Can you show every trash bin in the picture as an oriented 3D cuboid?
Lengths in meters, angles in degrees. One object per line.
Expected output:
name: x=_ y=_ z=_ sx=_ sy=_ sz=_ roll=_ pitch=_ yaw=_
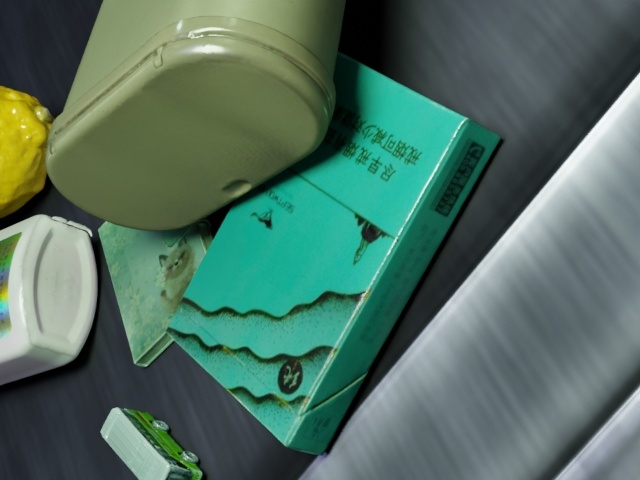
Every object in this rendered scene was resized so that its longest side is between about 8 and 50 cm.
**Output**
trash bin: x=-0.071 y=-0.158 z=0.930 sx=0.243 sy=0.121 sz=0.247 roll=-27 pitch=44 yaw=48

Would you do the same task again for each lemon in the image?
lemon: x=-0.289 y=-0.073 z=1.161 sx=0.155 sy=0.114 sz=0.114 roll=-22 pitch=57 yaw=25

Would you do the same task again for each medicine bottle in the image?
medicine bottle: x=-0.274 y=0.060 z=1.111 sx=0.219 sy=0.078 sz=0.115 roll=-19 pitch=62 yaw=40

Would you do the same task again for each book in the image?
book: x=-0.118 y=0.010 z=1.017 sx=0.103 sy=0.017 sz=0.135 roll=-43 pitch=47 yaw=25

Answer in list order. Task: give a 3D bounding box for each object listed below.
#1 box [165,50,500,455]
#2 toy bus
box: x=0.000 y=0.000 z=0.880 sx=0.161 sy=0.042 sz=0.226 roll=35 pitch=99 yaw=49
toy bus: x=-0.115 y=0.147 z=0.939 sx=0.083 sy=0.037 sz=0.031 roll=37 pitch=101 yaw=47
